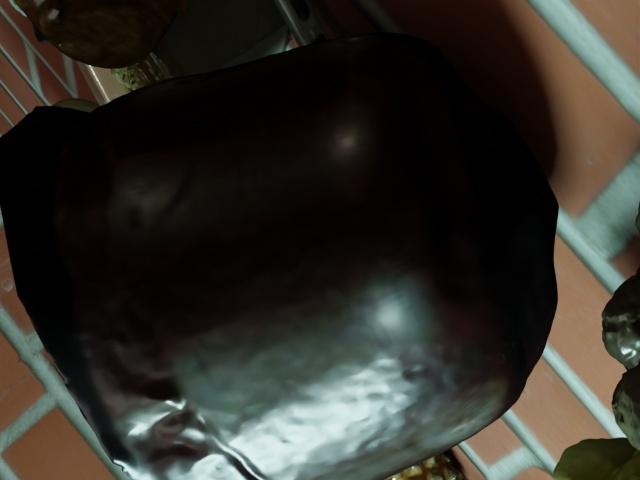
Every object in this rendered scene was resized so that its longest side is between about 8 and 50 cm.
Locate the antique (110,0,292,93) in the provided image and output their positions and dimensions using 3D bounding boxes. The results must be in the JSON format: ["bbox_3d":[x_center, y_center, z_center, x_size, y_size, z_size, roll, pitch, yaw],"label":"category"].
[{"bbox_3d":[-0.127,-0.196,1.283,0.146,0.148,0.152,52,166,6],"label":"antique"}]

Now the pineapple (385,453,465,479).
[{"bbox_3d":[0.108,0.323,1.727,0.193,0.166,0.166,47,164,0],"label":"pineapple"}]

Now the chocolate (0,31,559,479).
[{"bbox_3d":[0.000,0.000,1.028,0.383,0.331,0.383,53,-164,-23],"label":"chocolate"}]

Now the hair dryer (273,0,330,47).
[{"bbox_3d":[-0.014,-0.187,1.180,0.197,0.057,0.100,59,161,-4],"label":"hair dryer"}]

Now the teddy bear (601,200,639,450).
[{"bbox_3d":[0.241,0.053,0.869,0.190,0.140,0.177,150,125,-83],"label":"teddy bear"}]

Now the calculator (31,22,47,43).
[{"bbox_3d":[-0.351,-0.330,1.758,0.262,0.021,0.161,15,123,65],"label":"calculator"}]

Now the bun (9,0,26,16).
[{"bbox_3d":[-0.413,-0.348,1.916,0.083,0.045,0.083,50,165,19],"label":"bun"}]

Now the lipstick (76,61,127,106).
[{"bbox_3d":[-0.289,-0.223,1.847,0.045,0.045,0.145,35,156,48],"label":"lipstick"}]

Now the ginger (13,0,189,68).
[{"bbox_3d":[-0.229,-0.340,1.144,0.254,0.176,0.418,-6,104,63],"label":"ginger"}]

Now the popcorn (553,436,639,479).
[{"bbox_3d":[0.285,0.221,0.935,0.255,0.194,0.256,20,175,42],"label":"popcorn"}]

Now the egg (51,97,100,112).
[{"bbox_3d":[-0.318,-0.061,1.967,0.218,0.218,0.295,19,131,62],"label":"egg"}]
